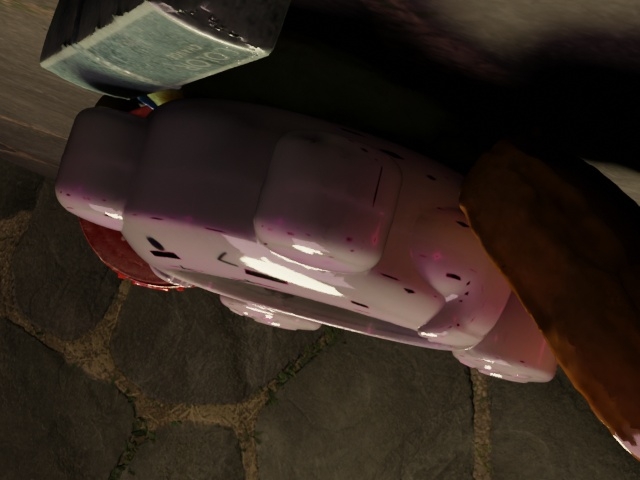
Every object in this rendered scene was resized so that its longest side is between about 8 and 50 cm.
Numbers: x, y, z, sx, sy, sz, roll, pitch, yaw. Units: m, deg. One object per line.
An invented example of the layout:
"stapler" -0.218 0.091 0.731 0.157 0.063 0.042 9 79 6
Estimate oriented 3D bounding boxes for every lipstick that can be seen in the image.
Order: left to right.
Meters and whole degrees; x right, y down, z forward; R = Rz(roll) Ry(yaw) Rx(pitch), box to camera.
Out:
"lipstick" -0.094 -0.131 0.702 0.077 0.076 0.290 22 175 -22

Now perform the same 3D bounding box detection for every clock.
"clock" 0.000 0.000 0.856 0.295 0.113 0.322 10 170 35

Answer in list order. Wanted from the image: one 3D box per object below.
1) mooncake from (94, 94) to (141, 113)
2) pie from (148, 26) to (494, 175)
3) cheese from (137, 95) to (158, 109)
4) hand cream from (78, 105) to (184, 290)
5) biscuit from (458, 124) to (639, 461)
"mooncake" -0.114 -0.088 1.450 0.150 0.057 0.347 13 172 33
"pie" 0.002 -0.087 0.914 0.302 0.067 0.302 19 175 2
"cheese" -0.054 -0.078 1.108 0.270 0.069 0.177 33 -161 -21
"hand cream" -0.150 -0.043 1.279 0.193 0.193 0.125 19 177 0
"biscuit" 0.234 0.096 0.721 0.350 0.078 0.455 33 -158 -50
